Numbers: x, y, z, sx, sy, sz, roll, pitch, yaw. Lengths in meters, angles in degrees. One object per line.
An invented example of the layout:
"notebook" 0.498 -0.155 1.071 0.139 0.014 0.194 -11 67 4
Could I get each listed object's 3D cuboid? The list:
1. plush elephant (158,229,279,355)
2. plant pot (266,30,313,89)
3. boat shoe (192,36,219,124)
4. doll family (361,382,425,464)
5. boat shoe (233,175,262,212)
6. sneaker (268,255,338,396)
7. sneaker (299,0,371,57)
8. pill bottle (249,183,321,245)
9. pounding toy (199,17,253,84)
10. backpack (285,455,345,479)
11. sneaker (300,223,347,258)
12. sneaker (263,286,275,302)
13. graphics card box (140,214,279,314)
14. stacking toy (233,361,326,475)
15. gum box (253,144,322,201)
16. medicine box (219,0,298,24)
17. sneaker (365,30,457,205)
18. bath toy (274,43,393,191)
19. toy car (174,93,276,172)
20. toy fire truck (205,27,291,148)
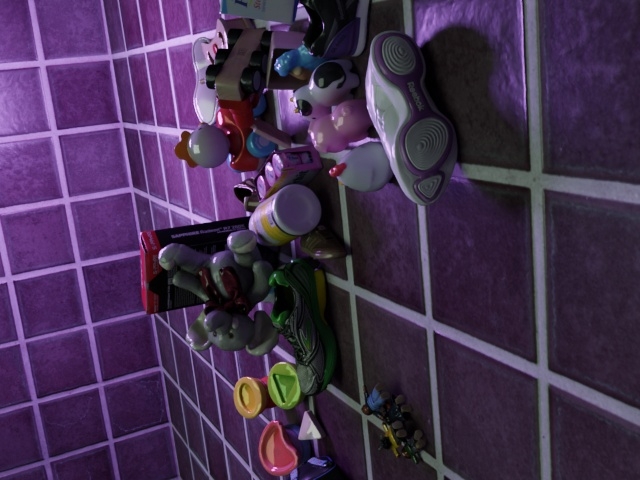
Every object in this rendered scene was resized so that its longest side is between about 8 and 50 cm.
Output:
"plush elephant" -0.236 0.160 1.901 0.330 0.271 0.256 53 -147 -59
"plant pot" -0.068 -0.405 1.677 0.109 0.109 0.096 105 156 -45
"boat shoe" -0.317 -0.453 2.180 0.095 0.079 0.255 -12 84 25
"doll family" 0.149 0.391 1.621 0.111 0.076 0.193 109 146 -56
"boat shoe" -0.157 -0.092 2.012 0.257 0.095 0.095 38 134 54
"sneaker" -0.059 0.218 1.862 0.134 0.146 0.344 -4 99 51
"sneaker" 0.026 -0.478 1.410 0.107 0.124 0.283 41 136 52
"pill bottle" -0.090 -0.053 1.796 0.208 0.119 0.119 -24 80 64
"pounding toy" -0.262 -0.497 1.974 0.269 0.154 0.154 24 127 60
"backpack" -0.015 0.644 1.992 0.117 0.158 0.173 59 169 -2
"sneaker" 0.000 0.000 1.758 0.188 0.066 0.071 14 108 61
"sneaker" -0.110 0.158 2.065 0.083 0.071 0.190 68 154 7
"graphics card box" -0.300 0.062 2.059 0.094 0.370 0.233 -121 30 -44
"stacking toy" -0.084 0.496 2.180 0.279 0.130 0.309 -40 65 33
"gum box" -0.078 -0.160 1.798 0.188 0.107 0.062 -42 63 62
"medicine box" -0.095 -0.601 1.447 0.289 0.149 0.264 -86 5 -49
"sneaker" 0.153 -0.203 1.322 0.152 0.114 0.305 125 134 -75
"bath toy" 0.025 -0.240 1.520 0.348 0.129 0.151 65 152 23
"toy car" -0.273 -0.274 2.004 0.219 0.237 0.210 -18 85 65
"toy fire truck" -0.147 -0.351 1.808 0.246 0.158 0.217 80 -157 -49
